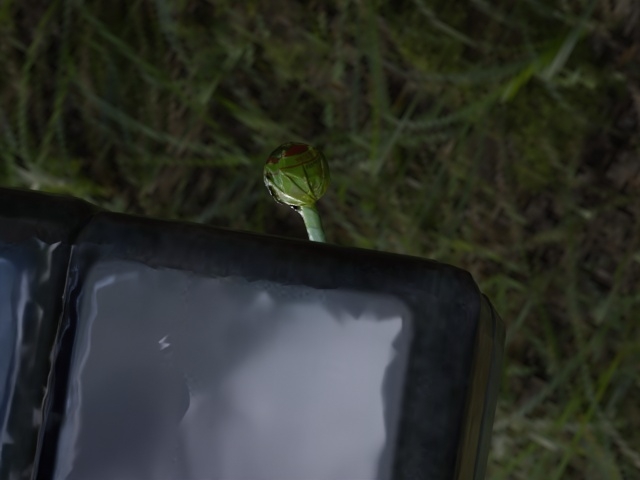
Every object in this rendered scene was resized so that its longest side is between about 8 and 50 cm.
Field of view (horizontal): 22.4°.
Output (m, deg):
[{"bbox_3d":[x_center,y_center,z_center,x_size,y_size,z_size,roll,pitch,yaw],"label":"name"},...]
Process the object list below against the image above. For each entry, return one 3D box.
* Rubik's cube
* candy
[{"bbox_3d":[-0.092,0.151,0.739,0.316,0.313,0.318,9,175,11],"label":"Rubik's cube"},{"bbox_3d":[0.000,0.000,1.510,0.058,0.062,0.194,-95,-14,-83],"label":"candy"}]
